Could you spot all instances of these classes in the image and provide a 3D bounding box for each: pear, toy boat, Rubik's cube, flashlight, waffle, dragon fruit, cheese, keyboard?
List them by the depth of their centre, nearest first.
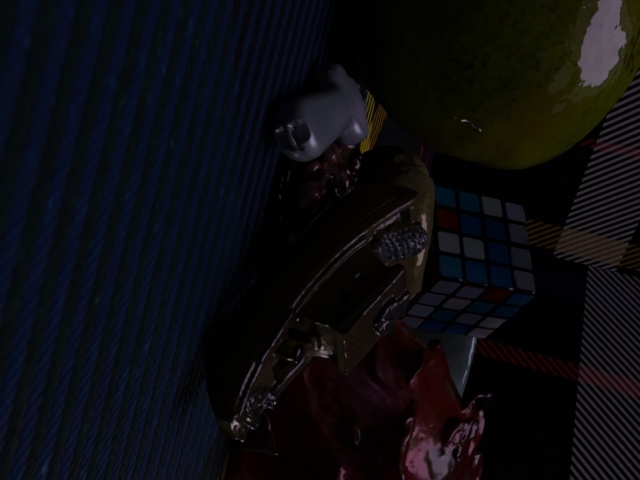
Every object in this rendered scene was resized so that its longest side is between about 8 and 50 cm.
[{"bbox_3d":[0.010,0.064,0.762,0.321,0.121,0.089,-47,149,-32],"label":"toy boat"},{"bbox_3d":[0.000,-0.128,0.812,0.093,0.047,0.200,66,26,-12],"label":"flashlight"},{"bbox_3d":[0.000,0.000,0.918,0.221,0.055,0.234,-55,152,-60],"label":"waffle"},{"bbox_3d":[-0.029,-0.022,0.928,0.262,0.016,0.106,90,17,-53],"label":"keyboard"},{"bbox_3d":[0.231,-0.289,0.974,0.391,0.390,0.391,14,90,-80],"label":"pear"},{"bbox_3d":[0.067,0.299,1.017,0.386,0.249,0.371,15,106,-60],"label":"dragon fruit"},{"bbox_3d":[0.080,-0.017,1.074,0.214,0.117,0.226,-128,-130,-67],"label":"cheese"},{"bbox_3d":[0.196,0.034,1.119,0.155,0.151,0.154,124,-27,-54],"label":"Rubik's cube"}]

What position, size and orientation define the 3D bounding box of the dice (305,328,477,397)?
[{"bbox_3d":[0.132,0.146,1.347,0.264,0.267,0.263,-5,108,-79],"label":"dice"}]
